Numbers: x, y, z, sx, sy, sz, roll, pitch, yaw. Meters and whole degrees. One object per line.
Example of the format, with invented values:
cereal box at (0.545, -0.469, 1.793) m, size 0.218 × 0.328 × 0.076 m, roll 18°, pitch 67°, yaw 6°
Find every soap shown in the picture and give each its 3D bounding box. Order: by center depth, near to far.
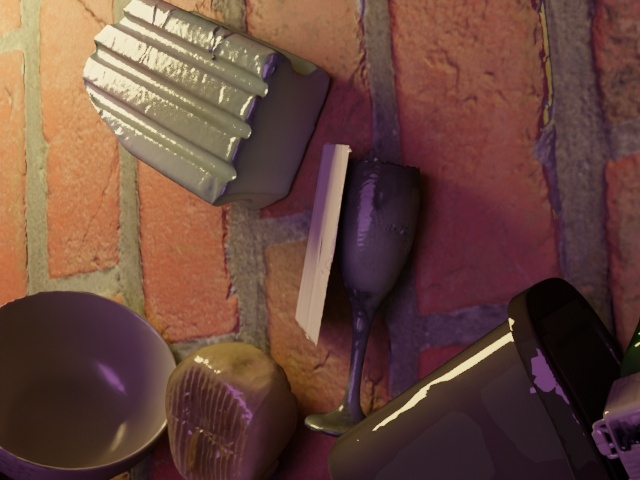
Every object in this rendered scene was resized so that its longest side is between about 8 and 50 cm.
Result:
soap at (-0.171, -0.193, 1.211) m, size 0.347 × 0.115 × 0.208 m, roll 31°, pitch 104°, yaw 36°

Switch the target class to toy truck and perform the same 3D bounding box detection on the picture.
toy truck at (0.305, 0.116, 0.746) m, size 0.101 × 0.242 × 0.125 m, roll -24°, pitch 97°, yaw 33°

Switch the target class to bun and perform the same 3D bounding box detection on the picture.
bun at (-0.103, 0.223, 1.125) m, size 0.178 × 0.128 × 0.193 m, roll 23°, pitch 112°, yaw 37°

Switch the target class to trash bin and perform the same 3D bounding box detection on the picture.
trash bin at (0.161, 0.193, 0.836) m, size 0.250 × 0.220 × 0.219 m, roll -36°, pitch 75°, yaw 25°

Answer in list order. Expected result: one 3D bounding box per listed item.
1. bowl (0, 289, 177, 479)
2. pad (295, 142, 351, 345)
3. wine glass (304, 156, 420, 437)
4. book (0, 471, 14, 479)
bowl at (-0.349, 0.220, 1.236) m, size 0.287 × 0.287 × 0.144 m, roll 55°, pitch 138°, yaw 27°
pad at (0.000, 0.000, 1.068) m, size 0.156 × 0.004 × 0.232 m, roll -146°, pitch 64°, yaw -77°
wine glass at (0.132, 0.076, 1.009) m, size 0.264 × 0.096 × 0.309 m, roll 9°, pitch 91°, yaw 15°
book at (-0.363, 0.415, 1.243) m, size 0.028 × 0.262 × 0.374 m, roll -36°, pitch 62°, yaw -2°
